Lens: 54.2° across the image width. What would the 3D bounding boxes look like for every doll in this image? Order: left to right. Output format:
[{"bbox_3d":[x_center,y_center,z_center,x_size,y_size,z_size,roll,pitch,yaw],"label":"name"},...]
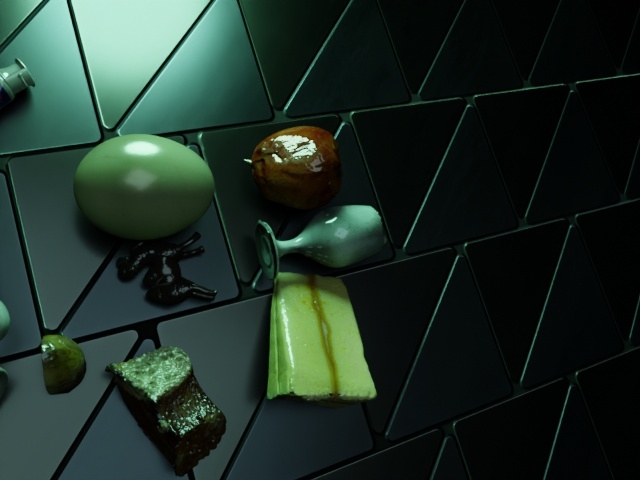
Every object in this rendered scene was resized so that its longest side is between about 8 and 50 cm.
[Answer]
[{"bbox_3d":[-0.282,0.056,1.138,0.165,0.057,0.138,-11,80,-16],"label":"doll"}]

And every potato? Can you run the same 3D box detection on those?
[{"bbox_3d":[-0.416,0.198,1.014,0.067,0.103,0.096,-6,78,-21],"label":"potato"}]

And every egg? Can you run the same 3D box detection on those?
[{"bbox_3d":[-0.304,-0.093,1.099,0.242,0.186,0.185,-4,76,-25],"label":"egg"}]

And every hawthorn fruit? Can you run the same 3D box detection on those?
[{"bbox_3d":[-0.042,-0.139,1.242,0.179,0.173,0.173,-27,85,-4],"label":"hawthorn fruit"}]

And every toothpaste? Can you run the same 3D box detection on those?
[{"bbox_3d":[-0.630,-0.228,1.089,0.266,0.061,0.096,-39,92,-21],"label":"toothpaste"}]

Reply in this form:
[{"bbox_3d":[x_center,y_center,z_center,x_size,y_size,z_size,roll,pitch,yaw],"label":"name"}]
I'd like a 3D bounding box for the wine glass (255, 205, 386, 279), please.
[{"bbox_3d":[0.000,0.000,1.229,0.241,0.126,0.126,-11,79,-22],"label":"wine glass"}]

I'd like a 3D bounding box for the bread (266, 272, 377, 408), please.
[{"bbox_3d":[-0.002,0.171,1.156,0.168,0.163,0.263,6,72,-19],"label":"bread"}]

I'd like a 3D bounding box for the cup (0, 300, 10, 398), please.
[{"bbox_3d":[-0.596,0.177,0.878,0.257,0.227,0.301,35,72,-3],"label":"cup"}]

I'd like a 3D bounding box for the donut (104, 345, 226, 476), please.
[{"bbox_3d":[-0.255,0.276,1.055,0.126,0.144,0.187,-30,56,-33],"label":"donut"}]
